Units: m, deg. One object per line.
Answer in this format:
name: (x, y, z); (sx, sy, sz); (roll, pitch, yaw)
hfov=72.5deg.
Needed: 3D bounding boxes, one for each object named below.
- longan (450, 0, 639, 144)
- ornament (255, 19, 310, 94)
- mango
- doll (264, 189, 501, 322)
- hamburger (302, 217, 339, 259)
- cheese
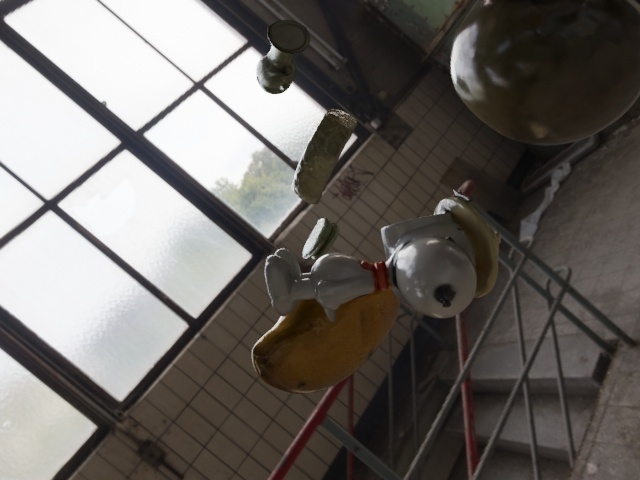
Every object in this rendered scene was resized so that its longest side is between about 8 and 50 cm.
longan: (0.450, -0.363, 0.870); (0.361, 0.361, 0.361); (-50, 2, 3)
ornament: (-0.072, -0.311, 0.768); (0.075, 0.081, 0.156); (-18, -4, -21)
mango: (0.013, 0.125, 0.650); (0.262, 0.157, 0.109); (-28, 20, -26)
doll: (0.081, 0.024, 0.563); (0.272, 0.143, 0.208); (-4, 14, 29)
hamburger: (0.003, 0.002, 1.104); (0.121, 0.054, 0.084); (-54, 20, -2)
cheese: (0.010, -0.278, 1.441); (0.326, 0.115, 0.318); (-63, 2, -13)
